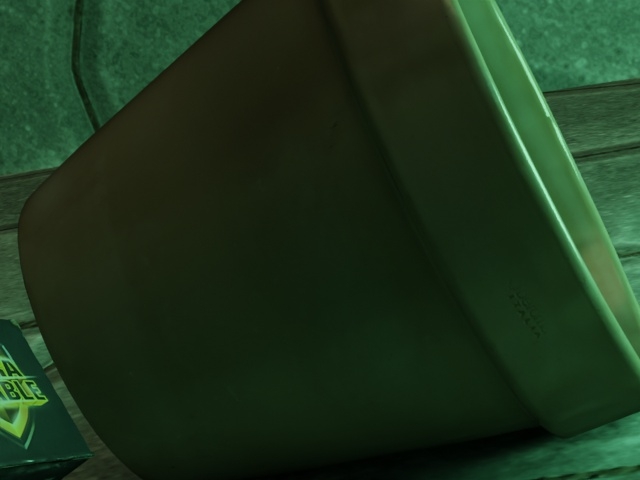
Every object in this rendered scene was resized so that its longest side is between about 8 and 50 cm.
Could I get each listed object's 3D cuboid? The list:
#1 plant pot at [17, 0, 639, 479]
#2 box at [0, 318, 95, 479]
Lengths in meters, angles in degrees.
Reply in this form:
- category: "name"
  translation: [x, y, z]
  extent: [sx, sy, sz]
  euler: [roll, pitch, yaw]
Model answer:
- category: "plant pot"
  translation: [0.000, 0.000, 1.010]
  extent: [0.280, 0.323, 0.323]
  euler: [-27, 8, 11]
- category: "box"
  translation: [-0.261, 0.132, 0.573]
  extent: [0.293, 0.073, 0.295]
  euler: [-37, -15, 18]
